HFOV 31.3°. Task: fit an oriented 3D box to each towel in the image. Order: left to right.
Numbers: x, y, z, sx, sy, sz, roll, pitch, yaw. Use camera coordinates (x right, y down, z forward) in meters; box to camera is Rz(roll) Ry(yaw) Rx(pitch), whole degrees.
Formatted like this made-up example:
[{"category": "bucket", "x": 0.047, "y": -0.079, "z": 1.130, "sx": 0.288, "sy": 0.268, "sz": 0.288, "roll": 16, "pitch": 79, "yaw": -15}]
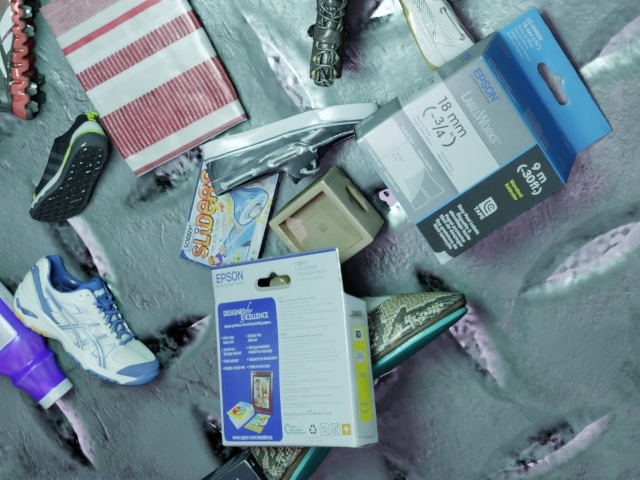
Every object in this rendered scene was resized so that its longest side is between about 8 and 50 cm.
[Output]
[{"category": "towel", "x": -0.292, "y": -0.299, "z": 1.901, "sx": 0.237, "sy": 0.037, "sz": 0.329, "roll": -25, "pitch": 98, "yaw": 18}]

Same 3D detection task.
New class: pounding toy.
[{"category": "pounding toy", "x": 0.002, "y": 0.010, "z": 1.888, "sx": 0.206, "sy": 0.094, "sz": 0.181, "roll": -37, "pitch": 98, "yaw": 28}]

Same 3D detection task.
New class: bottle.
[{"category": "bottle", "x": -0.564, "y": 0.179, "z": 2.063, "sx": 0.118, "sy": 0.092, "sz": 0.283, "roll": -40, "pitch": 93, "yaw": 25}]

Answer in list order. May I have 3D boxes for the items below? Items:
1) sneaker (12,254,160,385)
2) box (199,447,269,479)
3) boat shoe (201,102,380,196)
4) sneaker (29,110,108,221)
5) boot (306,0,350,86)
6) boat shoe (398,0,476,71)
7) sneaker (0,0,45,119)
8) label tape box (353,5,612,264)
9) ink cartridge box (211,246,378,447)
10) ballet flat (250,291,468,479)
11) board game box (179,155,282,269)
[{"category": "sneaker", "x": -0.400, "y": 0.140, "z": 2.004, "sx": 0.296, "sy": 0.112, "sz": 0.131, "roll": 32, "pitch": 109, "yaw": 3}, {"category": "box", "x": -0.132, "y": 0.471, "z": 2.038, "sx": 0.158, "sy": 0.093, "sz": 0.156, "roll": -36, "pitch": 94, "yaw": 18}, {"category": "boat shoe", "x": -0.041, "y": -0.142, "z": 1.825, "sx": 0.301, "sy": 0.108, "sz": 0.102, "roll": -15, "pitch": 86, "yaw": 9}, {"category": "sneaker", "x": -0.431, "y": -0.127, "z": 1.970, "sx": 0.235, "sy": 0.084, "sz": 0.097, "roll": -47, "pitch": 48, "yaw": 31}, {"category": "boot", "x": 0.021, "y": -0.344, "z": 1.707, "sx": 0.091, "sy": 0.263, "sz": 0.229, "roll": 7, "pitch": 99, "yaw": 2}, {"category": "boat shoe", "x": 0.157, "y": -0.399, "z": 1.738, "sx": 0.096, "sy": 0.098, "sz": 0.277, "roll": -23, "pitch": 107, "yaw": 17}, {"category": "sneaker", "x": -0.536, "y": -0.338, "z": 1.902, "sx": 0.135, "sy": 0.098, "sz": 0.276, "roll": 2, "pitch": 109, "yaw": -2}, {"category": "label tape box", "x": 0.251, "y": -0.158, "z": 1.724, "sx": 0.333, "sy": 0.106, "sz": 0.241, "roll": -34, "pitch": 104, "yaw": 9}, {"category": "ink cartridge box", "x": -0.048, "y": 0.179, "z": 1.850, "sx": 0.303, "sy": 0.072, "sz": 0.307, "roll": -9, "pitch": 81, "yaw": 43}, {"category": "ballet flat", "x": 0.030, "y": 0.211, "z": 1.909, "sx": 0.182, "sy": 0.164, "sz": 0.483, "roll": 48, "pitch": 113, "yaw": 17}, {"category": "board game box", "x": -0.152, "y": -0.046, "z": 1.934, "sx": 0.136, "sy": 0.035, "sz": 0.201, "roll": 17, "pitch": 108, "yaw": 8}]
